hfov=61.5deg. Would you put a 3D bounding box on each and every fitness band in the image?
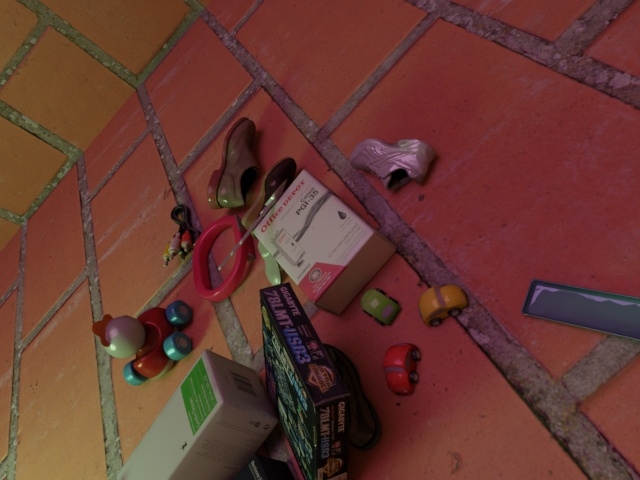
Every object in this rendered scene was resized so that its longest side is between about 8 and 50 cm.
[{"bbox_3d":[-0.286,0.046,1.561,0.209,0.054,0.291,-40,42,20],"label":"fitness band"}]

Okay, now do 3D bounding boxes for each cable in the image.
[{"bbox_3d":[-0.451,-0.043,1.757,0.139,0.072,0.287,-30,46,18],"label":"cable"}]

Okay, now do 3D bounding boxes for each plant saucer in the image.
[{"bbox_3d":[0.425,0.110,0.865,0.192,0.018,0.067,9,71,47],"label":"plant saucer"}]

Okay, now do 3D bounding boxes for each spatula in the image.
[{"bbox_3d":[-0.161,-0.041,1.291,0.168,0.019,0.242,-43,10,44],"label":"spatula"}]

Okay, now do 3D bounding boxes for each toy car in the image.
[{"bbox_3d":[0.147,0.154,1.070,0.225,0.053,0.239,31,86,49],"label":"toy car"},{"bbox_3d":[-0.517,0.256,1.489,0.219,0.238,0.210,-32,45,23],"label":"toy car"}]

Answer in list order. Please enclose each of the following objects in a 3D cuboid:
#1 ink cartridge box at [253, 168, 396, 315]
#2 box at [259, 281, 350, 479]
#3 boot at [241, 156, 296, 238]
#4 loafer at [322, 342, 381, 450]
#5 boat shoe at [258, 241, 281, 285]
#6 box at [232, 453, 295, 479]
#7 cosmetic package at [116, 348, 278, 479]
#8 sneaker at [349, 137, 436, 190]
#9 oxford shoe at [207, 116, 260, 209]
[{"bbox_3d":[0.000,0.000,1.236,0.207,0.117,0.283,-50,51,6],"label":"ink cartridge box"},{"bbox_3d":[-0.035,0.280,1.003,0.073,0.294,0.295,-13,37,-19],"label":"box"},{"bbox_3d":[-0.087,-0.096,1.461,0.206,0.090,0.249,28,83,37],"label":"boot"},{"bbox_3d":[0.029,0.289,1.066,0.096,0.084,0.267,-47,41,7],"label":"loafer"},{"bbox_3d":[-0.123,0.055,1.384,0.046,0.038,0.125,-28,80,31],"label":"boat shoe"},{"bbox_3d":[-0.097,0.564,0.990,0.184,0.103,0.261,-49,41,3],"label":"box"},{"bbox_3d":[-0.272,0.451,1.160,0.366,0.155,0.197,-54,32,4],"label":"cosmetic package"},{"bbox_3d":[0.151,-0.174,1.266,0.232,0.090,0.115,5,70,46],"label":"sneaker"},{"bbox_3d":[-0.241,-0.241,1.689,0.130,0.123,0.349,4,62,16],"label":"oxford shoe"}]
